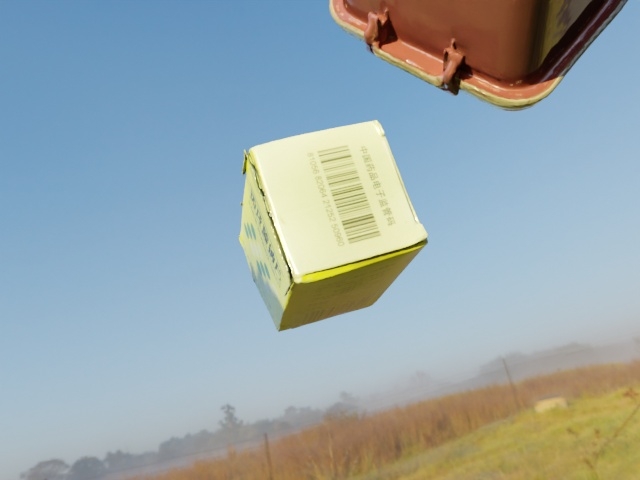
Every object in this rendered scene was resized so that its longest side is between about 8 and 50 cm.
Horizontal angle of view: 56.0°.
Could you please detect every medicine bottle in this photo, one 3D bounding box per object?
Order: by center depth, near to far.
[{"bbox_3d":[0.000,0.000,0.641,0.141,0.137,0.250,-14,-17,-13],"label":"medicine bottle"}]

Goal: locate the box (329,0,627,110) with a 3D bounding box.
[{"bbox_3d":[0.141,-0.256,0.397,0.294,0.193,0.167,-50,-22,-12],"label":"box"}]
